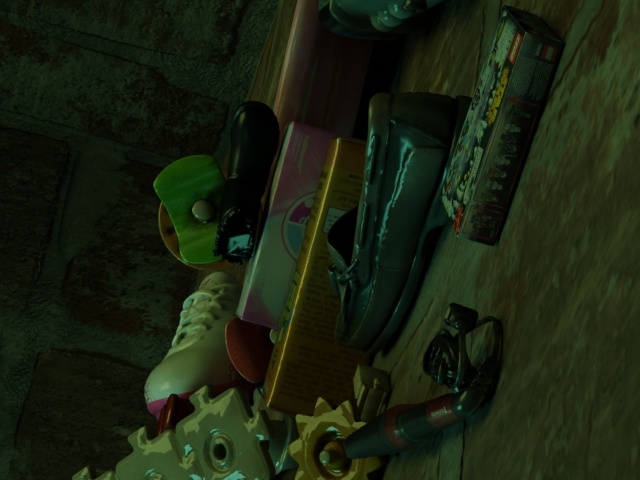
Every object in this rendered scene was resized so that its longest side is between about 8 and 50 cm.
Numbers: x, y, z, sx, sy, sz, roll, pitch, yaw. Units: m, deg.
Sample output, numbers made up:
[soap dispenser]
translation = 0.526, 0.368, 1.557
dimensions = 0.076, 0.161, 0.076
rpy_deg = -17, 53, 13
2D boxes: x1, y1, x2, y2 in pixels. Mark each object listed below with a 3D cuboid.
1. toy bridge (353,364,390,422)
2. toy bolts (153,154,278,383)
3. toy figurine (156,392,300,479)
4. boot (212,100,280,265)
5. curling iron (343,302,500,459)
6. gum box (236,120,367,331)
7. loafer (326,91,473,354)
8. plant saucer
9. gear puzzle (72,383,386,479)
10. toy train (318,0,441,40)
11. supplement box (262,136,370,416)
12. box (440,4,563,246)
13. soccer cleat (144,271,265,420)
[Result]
[toy bridge]
translation = 0.016, 0.186, 1.299
dimensions = 0.063, 0.026, 0.188
rpy_deg = -96, 22, -64
[toy bolts]
translation = -0.031, 0.019, 1.621
dimensions = 0.158, 0.218, 0.228
rpy_deg = 47, -156, -83
[toy figurine]
translation = -0.084, 0.257, 1.501
dimensions = 0.209, 0.148, 0.213
rpy_deg = -139, 66, -75
[boot]
translation = -0.066, -0.047, 1.465
dimensions = 0.099, 0.045, 0.121
rpy_deg = -80, 1, -51
[curling iron]
translation = 0.061, 0.107, 1.083
dimensions = 0.274, 0.035, 0.068
rpy_deg = 123, 165, -66
[gum box]
translation = 0.000, 0.000, 1.473
dimensions = 0.062, 0.107, 0.188
rpy_deg = -161, 87, -83
[loafer]
translation = 0.044, -0.017, 1.260
dimensions = 0.267, 0.084, 0.096
rpy_deg = 113, 169, -47
[plant saucer]
translation = 0.008, -0.181, 1.763
dimensions = 0.332, 0.084, 0.332
rpy_deg = -167, 90, -89
[gear puzzle]
translation = -0.071, 0.207, 1.316
dimensions = 0.339, 0.044, 0.175
rpy_deg = -36, 69, 35
[toy train]
translation = 0.069, -0.279, 1.468
dimensions = 0.334, 0.142, 0.190
rpy_deg = -171, 84, -81
[supplement box]
translation = 0.016, 0.034, 1.404
dimensions = 0.078, 0.080, 0.233
rpy_deg = -145, 68, -84
[box]
translation = 0.113, -0.075, 1.074
dimensions = 0.094, 0.027, 0.137
rpy_deg = -101, 27, -72
[soccer cleat]
translation = -0.113, 0.105, 1.718
dimensions = 0.331, 0.116, 0.143
rpy_deg = 5, -109, -80
